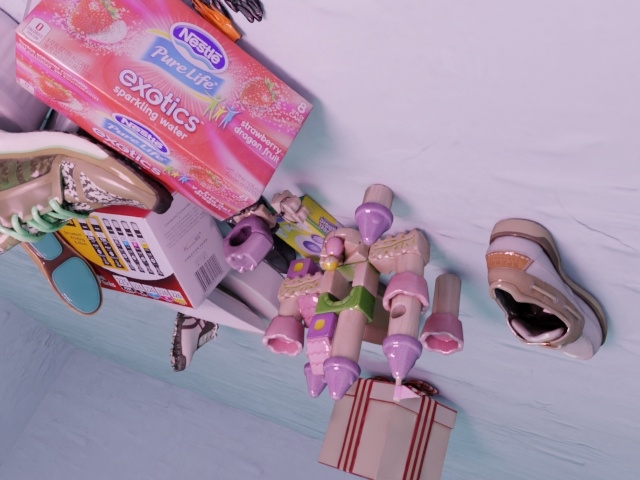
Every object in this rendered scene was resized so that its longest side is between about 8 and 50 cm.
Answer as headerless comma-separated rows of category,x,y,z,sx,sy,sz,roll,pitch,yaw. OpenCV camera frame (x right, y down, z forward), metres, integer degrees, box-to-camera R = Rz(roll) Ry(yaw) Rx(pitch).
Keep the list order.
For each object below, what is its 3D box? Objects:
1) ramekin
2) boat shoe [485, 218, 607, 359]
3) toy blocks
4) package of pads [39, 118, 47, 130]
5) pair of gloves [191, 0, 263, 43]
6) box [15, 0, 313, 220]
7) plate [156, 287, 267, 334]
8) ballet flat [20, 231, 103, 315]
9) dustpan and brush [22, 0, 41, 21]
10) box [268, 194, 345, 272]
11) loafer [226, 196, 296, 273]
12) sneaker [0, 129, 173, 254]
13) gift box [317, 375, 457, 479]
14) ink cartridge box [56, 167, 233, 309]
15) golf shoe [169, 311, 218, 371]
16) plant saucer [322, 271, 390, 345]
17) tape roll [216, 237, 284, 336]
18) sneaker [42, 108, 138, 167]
ramekin,-0.535,-0.261,0.906,0.272,0.127,0.273,20,154,10
boat shoe,0.311,0.100,0.841,0.113,0.103,0.302,-5,141,47
toy blocks,0.022,0.111,0.875,0.288,0.260,0.309,-14,133,33
package of pads,-0.514,-0.203,1.104,0.083,0.032,0.050,24,152,3
pair of gloves,-0.104,-0.258,0.654,0.074,0.010,0.083,40,148,-25
box,-0.181,-0.175,0.710,0.299,0.154,0.142,36,158,-18
plate,-0.280,0.122,1.284,0.277,0.045,0.277,6,159,34
ballet flat,-0.490,0.043,1.122,0.232,0.080,0.073,56,151,-4
dustpan and brush,-0.322,-0.243,0.822,0.211,0.060,0.147,36,152,-21
box,0.000,0.000,1.008,0.179,0.043,0.105,37,151,-27
loafer,-0.108,0.001,1.064,0.076,0.078,0.223,11,151,29
sneaker,-0.394,-0.051,0.821,0.409,0.182,0.158,10,172,17
gift box,0.163,0.464,1.477,0.276,0.258,0.255,35,154,-35
ink cartridge box,-0.349,-0.036,1.085,0.309,0.130,0.272,6,131,35
golf shoe,-0.319,0.229,1.532,0.120,0.273,0.105,12,120,-11
plant saucer,0.066,0.129,1.194,0.277,0.041,0.278,20,154,10
tape roll,-0.240,0.097,1.375,0.391,0.072,0.392,21,154,11
sneaker,-0.369,-0.161,0.974,0.146,0.105,0.295,23,171,-34
